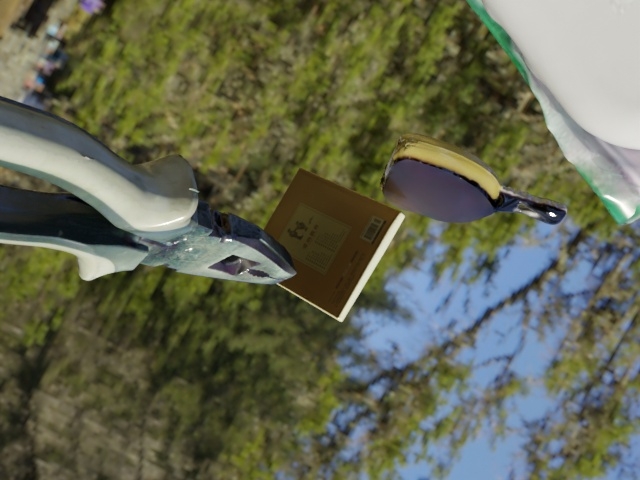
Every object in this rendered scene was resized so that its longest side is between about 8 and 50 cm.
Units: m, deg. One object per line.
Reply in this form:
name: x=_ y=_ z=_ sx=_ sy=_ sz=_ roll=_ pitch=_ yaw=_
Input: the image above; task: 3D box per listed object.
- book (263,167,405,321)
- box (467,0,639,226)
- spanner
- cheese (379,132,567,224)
book: x=0.000 y=0.000 z=1.151 sx=0.172 sy=0.012 sz=0.118 roll=28 pitch=-94 yaw=51
box: x=0.165 y=-0.150 z=0.411 sx=0.336 sy=0.264 sz=0.106 roll=-29 pitch=-165 yaw=41
spanner: x=-0.121 y=-0.020 z=0.607 sx=0.095 sy=0.325 sz=0.040 roll=-29 pitch=-120 yaw=29
cheese: x=0.137 y=-0.045 z=1.029 sx=0.086 sy=0.162 sz=0.036 roll=111 pitch=-4 yaw=-57
